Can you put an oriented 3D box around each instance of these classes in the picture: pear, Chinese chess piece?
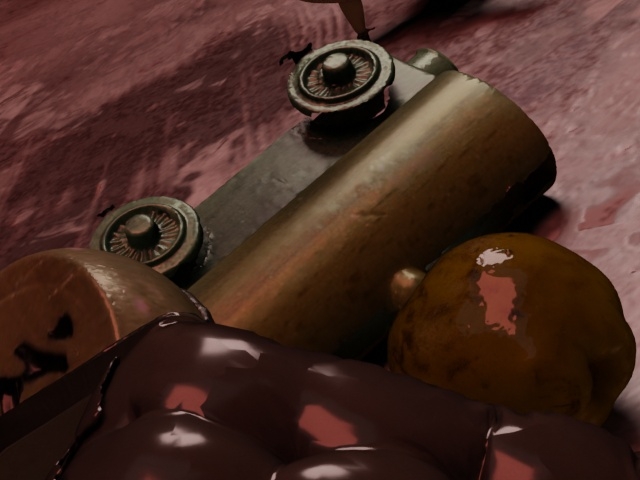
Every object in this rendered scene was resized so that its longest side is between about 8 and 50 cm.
[{"bbox_3d":[0.088,0.049,0.852,0.107,0.107,0.131,-40,31,-18],"label":"pear"},{"bbox_3d":[-0.134,0.097,0.954,0.188,0.083,0.188,-15,68,43],"label":"Chinese chess piece"}]

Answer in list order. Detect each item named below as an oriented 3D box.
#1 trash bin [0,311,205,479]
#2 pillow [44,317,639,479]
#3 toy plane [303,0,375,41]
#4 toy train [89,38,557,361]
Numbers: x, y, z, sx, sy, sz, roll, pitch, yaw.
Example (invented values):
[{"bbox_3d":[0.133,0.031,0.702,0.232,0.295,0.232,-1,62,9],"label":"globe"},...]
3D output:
[{"bbox_3d":[-0.044,0.162,0.723,0.122,0.164,0.240,-32,25,1],"label":"trash bin"},{"bbox_3d":[0.057,0.140,0.504,0.326,0.101,0.228,18,33,7],"label":"pillow"},{"bbox_3d":[0.095,-0.246,1.462,0.256,0.104,0.242,-29,25,8],"label":"toy plane"},{"bbox_3d":[0.003,0.006,1.075,0.307,0.126,0.189,-41,56,-21],"label":"toy train"}]
